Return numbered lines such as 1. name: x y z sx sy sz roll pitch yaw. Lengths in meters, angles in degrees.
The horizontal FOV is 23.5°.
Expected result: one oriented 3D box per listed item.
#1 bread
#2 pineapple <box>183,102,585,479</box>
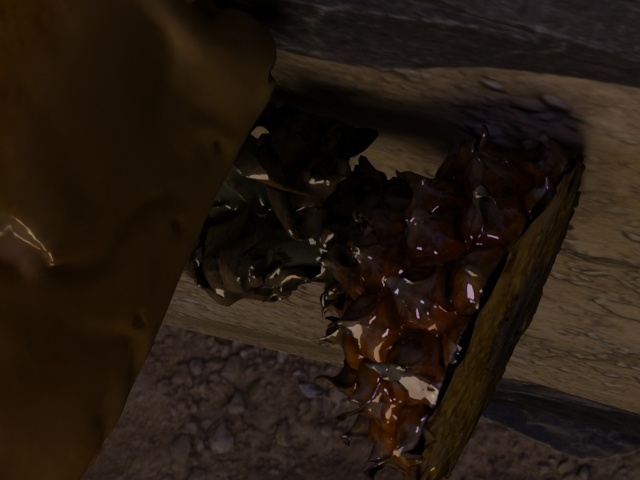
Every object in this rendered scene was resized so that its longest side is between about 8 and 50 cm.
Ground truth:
1. bread: -0.255 -0.026 0.801 0.361 0.394 0.250 16 153 16
2. pineapple: 0.000 0.000 0.995 0.272 0.262 0.262 26 171 15
